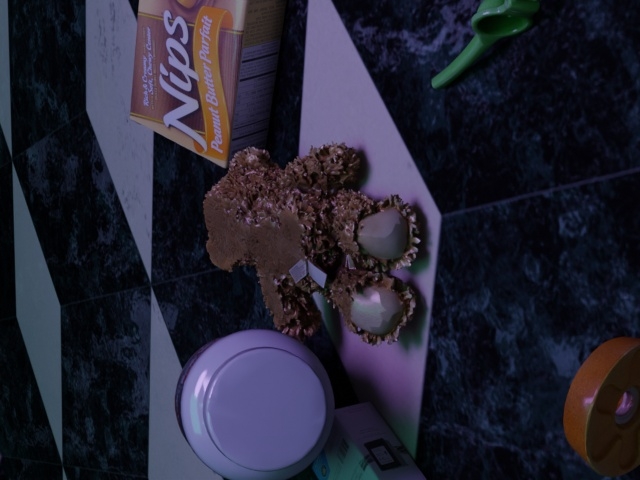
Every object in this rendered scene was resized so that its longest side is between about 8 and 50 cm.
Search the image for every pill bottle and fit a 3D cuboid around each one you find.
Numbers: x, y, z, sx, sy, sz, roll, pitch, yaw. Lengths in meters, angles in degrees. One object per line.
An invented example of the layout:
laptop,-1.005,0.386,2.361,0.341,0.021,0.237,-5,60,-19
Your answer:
pill bottle,-0.079,0.193,1.384,0.318,0.176,0.176,148,112,-79

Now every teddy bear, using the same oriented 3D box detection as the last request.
teddy bear,0.000,0.000,1.383,0.338,0.113,0.245,-2,103,52

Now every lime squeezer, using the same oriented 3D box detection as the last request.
lime squeezer,0.164,-0.239,1.071,0.110,0.058,0.310,55,141,37

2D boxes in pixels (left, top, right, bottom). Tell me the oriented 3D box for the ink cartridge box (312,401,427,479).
ink cartridge box,0.066,0.289,1.365,0.180,0.060,0.104,52,138,40

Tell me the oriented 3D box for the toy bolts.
toy bolts,0.302,0.146,0.819,0.158,0.218,0.229,25,137,48

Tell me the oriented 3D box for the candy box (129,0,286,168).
candy box,-0.142,-0.273,1.498,0.183,0.087,0.317,28,124,30
